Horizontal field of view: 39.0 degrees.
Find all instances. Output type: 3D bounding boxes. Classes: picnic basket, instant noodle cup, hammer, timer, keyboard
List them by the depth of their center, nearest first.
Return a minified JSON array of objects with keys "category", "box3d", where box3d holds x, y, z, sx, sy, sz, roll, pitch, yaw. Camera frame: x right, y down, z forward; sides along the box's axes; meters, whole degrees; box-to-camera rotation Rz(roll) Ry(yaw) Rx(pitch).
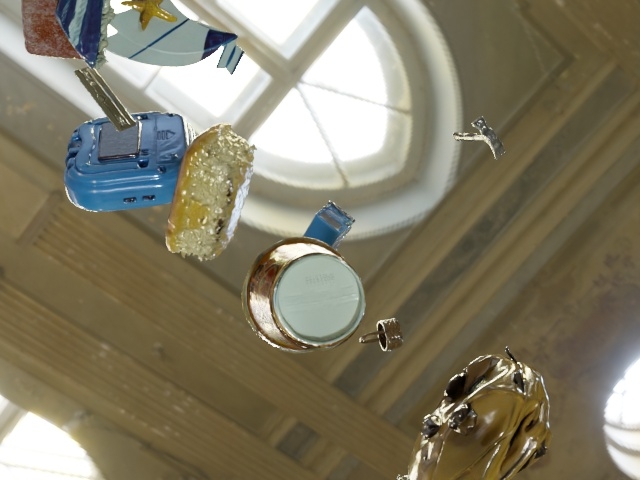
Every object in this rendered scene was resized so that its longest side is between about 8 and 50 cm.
[{"category":"keyboard","box3d":[-0.372,-0.245,1.562,0.015,0.129,0.049,-36,-178,29]},{"category":"instant noodle cup","box3d":[-0.020,0.102,1.585,0.215,0.216,0.172,-56,-169,-7]},{"category":"picnic basket","box3d":[0.122,0.198,1.852,0.072,0.083,0.072,172,-90,-78]},{"category":"hammer","box3d":[0.354,-0.233,2.071,0.029,0.103,0.246,-40,-171,-3]},{"category":"timer","box3d":[-0.451,-0.198,2.160,0.309,0.115,0.340,-8,-144,-5]}]

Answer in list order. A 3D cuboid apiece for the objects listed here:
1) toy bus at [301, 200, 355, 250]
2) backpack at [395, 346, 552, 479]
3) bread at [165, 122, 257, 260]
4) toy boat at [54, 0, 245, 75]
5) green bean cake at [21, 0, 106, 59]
[{"category":"toy bus","box3d":[0.000,0.000,2.333,0.106,0.090,0.184,-43,168,-51]},{"category":"backpack","box3d":[0.319,0.411,1.898,0.378,0.201,0.353,-52,180,8]},{"category":"bread","box3d":[-0.198,-0.087,1.641,0.174,0.121,0.245,-67,173,-59]},{"category":"toy boat","box3d":[-0.257,-0.330,1.397,0.067,0.291,0.220,-32,-136,55]},{"category":"green bean cake","box3d":[-0.415,-0.360,1.468,0.135,0.136,0.056,111,-23,-54]}]
